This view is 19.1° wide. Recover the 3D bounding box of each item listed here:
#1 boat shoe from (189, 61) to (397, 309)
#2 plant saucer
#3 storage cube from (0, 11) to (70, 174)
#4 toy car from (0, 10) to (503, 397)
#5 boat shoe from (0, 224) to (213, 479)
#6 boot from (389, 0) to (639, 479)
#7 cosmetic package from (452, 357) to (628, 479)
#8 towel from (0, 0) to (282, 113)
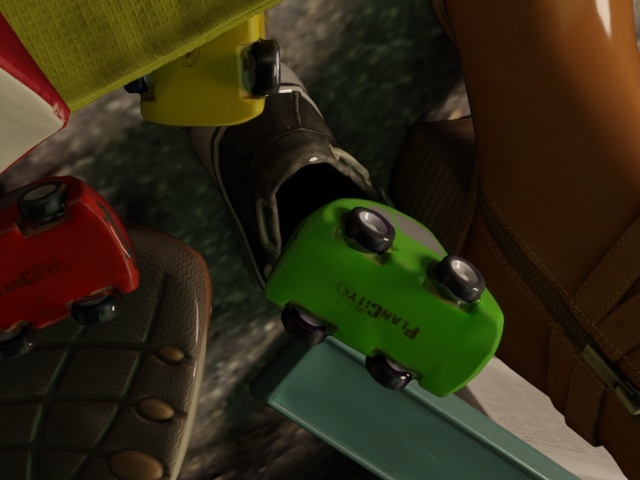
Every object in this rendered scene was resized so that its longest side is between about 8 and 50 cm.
[{"bbox_3d":[0.000,0.000,0.908,0.078,0.070,0.219,-37,149,-1],"label":"boat shoe"},{"bbox_3d":[0.056,0.113,1.055,0.192,0.018,0.067,34,110,-18],"label":"plant saucer"},{"bbox_3d":[-0.217,-0.070,0.479,0.183,0.193,0.215,-40,150,5],"label":"storage cube"},{"bbox_3d":[-0.027,-0.011,0.784,0.225,0.053,0.239,30,116,-10],"label":"toy car"},{"bbox_3d":[-0.133,0.126,0.923,0.324,0.123,0.116,-63,175,23],"label":"boat shoe"},{"bbox_3d":[0.133,-0.032,0.855,0.109,0.220,0.283,-14,142,-33],"label":"boot"},{"bbox_3d":[0.139,0.135,1.203,0.060,0.099,0.239,-47,147,16],"label":"cosmetic package"},{"bbox_3d":[-0.117,-0.084,0.668,0.237,0.021,0.102,-29,111,-10],"label":"towel"}]
